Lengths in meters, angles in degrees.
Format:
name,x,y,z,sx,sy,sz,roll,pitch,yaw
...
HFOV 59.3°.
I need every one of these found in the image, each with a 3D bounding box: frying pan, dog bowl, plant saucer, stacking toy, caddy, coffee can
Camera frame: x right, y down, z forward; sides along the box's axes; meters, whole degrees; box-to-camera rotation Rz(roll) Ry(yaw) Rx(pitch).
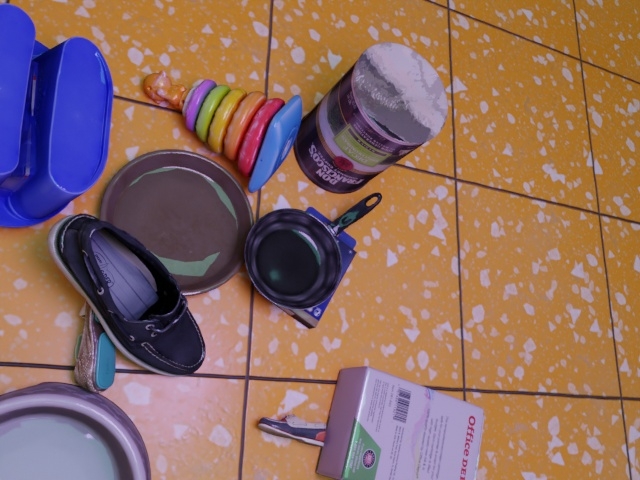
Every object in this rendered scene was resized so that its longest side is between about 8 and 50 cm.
name,x,y,z,sx,sy,sz,roll,pitch,yaw
frying pan,-0.025,-0.015,1.093,0.197,0.053,0.326,35,62,-12
dog bowl,-0.413,0.377,0.802,0.349,0.102,0.348,8,72,-24
plant saucer,-0.258,-0.032,1.031,0.278,0.041,0.278,8,72,-25
stacking toy,-0.199,-0.240,1.073,0.302,0.175,0.165,25,36,1
caddy,-0.479,-0.193,0.894,0.241,0.179,0.341,16,67,-45
coffee can,0.090,-0.233,1.124,0.201,0.275,0.201,8,72,-24

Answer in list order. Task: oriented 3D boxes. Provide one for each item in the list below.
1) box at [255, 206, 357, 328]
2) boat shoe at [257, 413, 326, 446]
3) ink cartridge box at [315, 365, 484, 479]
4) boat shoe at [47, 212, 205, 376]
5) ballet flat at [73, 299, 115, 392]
name,x,y,z,sx,sy,sz,roll,pitch,yaw
box,-0.017,0.046,1.130,0.136,0.036,0.225,36,62,-12
boat shoe,-0.050,0.339,1.022,0.137,0.049,0.043,23,63,-22
ink cartridge box,0.157,0.380,1.071,0.278,0.117,0.201,23,67,-18
boat shoe,-0.273,0.094,0.884,0.127,0.113,0.340,-51,122,-41
ballet flat,-0.365,0.140,0.912,0.073,0.067,0.206,38,52,-61
